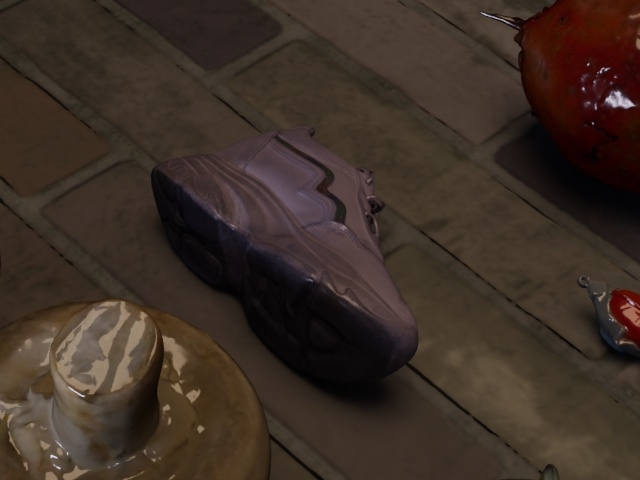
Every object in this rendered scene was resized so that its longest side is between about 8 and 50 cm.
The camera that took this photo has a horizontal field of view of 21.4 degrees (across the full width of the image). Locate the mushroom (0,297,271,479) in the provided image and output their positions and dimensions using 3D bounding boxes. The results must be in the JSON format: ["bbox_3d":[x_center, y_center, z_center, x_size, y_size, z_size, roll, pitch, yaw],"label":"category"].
[{"bbox_3d":[-0.128,0.109,0.984,0.207,0.215,0.207,4,54,-5],"label":"mushroom"}]

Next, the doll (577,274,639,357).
[{"bbox_3d":[0.225,0.062,1.187,0.114,0.039,0.057,41,82,19],"label":"doll"}]

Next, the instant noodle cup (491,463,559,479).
[{"bbox_3d":[0.030,0.226,0.882,0.178,0.235,0.235,5,46,4],"label":"instant noodle cup"}]

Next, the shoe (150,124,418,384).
[{"bbox_3d":[0.000,0.000,1.184,0.137,0.095,0.245,-31,50,-27],"label":"shoe"}]

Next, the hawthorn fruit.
[{"bbox_3d":[0.230,-0.129,1.284,0.235,0.181,0.181,17,47,16],"label":"hawthorn fruit"}]
